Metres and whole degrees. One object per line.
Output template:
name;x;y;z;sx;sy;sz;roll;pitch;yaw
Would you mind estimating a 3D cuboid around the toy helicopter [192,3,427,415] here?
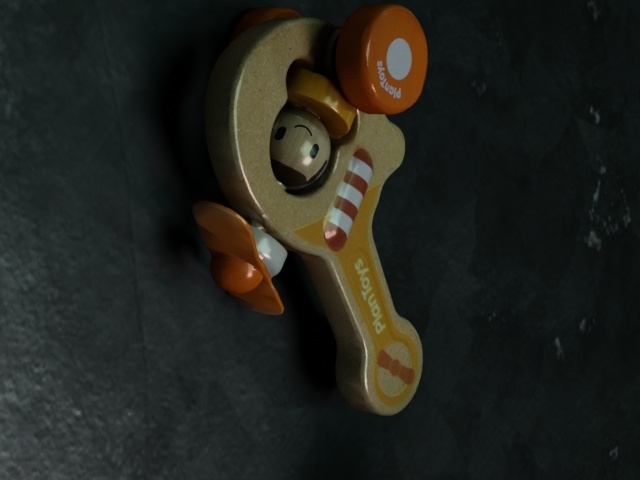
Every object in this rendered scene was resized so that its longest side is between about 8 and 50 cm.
toy helicopter;0.000;0.000;1.377;0.235;0.140;0.355;-47;128;-39
